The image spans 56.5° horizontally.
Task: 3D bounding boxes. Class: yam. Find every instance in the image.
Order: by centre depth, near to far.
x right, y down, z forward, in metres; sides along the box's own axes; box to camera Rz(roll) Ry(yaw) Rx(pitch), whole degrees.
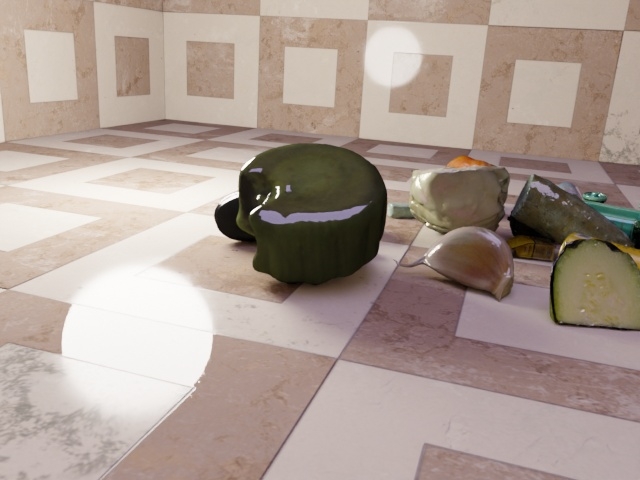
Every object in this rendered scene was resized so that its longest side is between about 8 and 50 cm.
[{"bbox_3d":[0.631,-0.039,1.498,0.330,0.133,0.133,39,33,24],"label":"yam"}]

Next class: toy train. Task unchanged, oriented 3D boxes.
[{"bbox_3d":[0.844,-0.053,1.707,0.298,0.120,0.194,16,26,35],"label":"toy train"}]

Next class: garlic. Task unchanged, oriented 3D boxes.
[{"bbox_3d":[0.312,0.032,1.340,0.266,0.129,0.148,10,17,35],"label":"garlic"}]

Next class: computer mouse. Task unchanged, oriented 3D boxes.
[{"bbox_3d":[-0.134,-0.069,1.523,0.269,0.138,0.086,-9,7,-33],"label":"computer mouse"}]

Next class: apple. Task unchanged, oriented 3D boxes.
[{"bbox_3d":[0.491,-0.184,1.926,0.209,0.164,0.209,24,-2,1],"label":"apple"}]

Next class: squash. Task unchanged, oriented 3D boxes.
[{"bbox_3d":[0.540,0.094,1.191,0.191,0.184,0.085,6,-22,1],"label":"squash"}]

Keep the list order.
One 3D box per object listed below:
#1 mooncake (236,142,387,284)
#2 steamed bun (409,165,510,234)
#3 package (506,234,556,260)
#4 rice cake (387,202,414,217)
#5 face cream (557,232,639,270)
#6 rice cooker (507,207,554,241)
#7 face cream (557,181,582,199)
[{"bbox_3d":[-0.022,-0.064,1.316,0.351,0.187,0.351,-2,38,1],"label":"mooncake"},{"bbox_3d":[0.386,-0.102,1.633,0.319,0.206,0.275,-9,6,-33],"label":"steamed bun"},{"bbox_3d":[0.531,0.017,1.529,0.131,0.047,0.071,8,21,8],"label":"package"},{"bbox_3d":[0.325,-0.095,1.850,0.245,0.045,0.042,0,20,-13],"label":"rice cake"},{"bbox_3d":[0.695,0.076,1.277,0.105,0.105,0.348,-11,23,-39],"label":"face cream"},{"bbox_3d":[0.606,-0.052,1.658,0.165,0.112,0.106,3,12,-4],"label":"rice cooker"},{"bbox_3d":[0.866,-0.147,2.073,0.075,0.075,0.229,8,19,14],"label":"face cream"}]
